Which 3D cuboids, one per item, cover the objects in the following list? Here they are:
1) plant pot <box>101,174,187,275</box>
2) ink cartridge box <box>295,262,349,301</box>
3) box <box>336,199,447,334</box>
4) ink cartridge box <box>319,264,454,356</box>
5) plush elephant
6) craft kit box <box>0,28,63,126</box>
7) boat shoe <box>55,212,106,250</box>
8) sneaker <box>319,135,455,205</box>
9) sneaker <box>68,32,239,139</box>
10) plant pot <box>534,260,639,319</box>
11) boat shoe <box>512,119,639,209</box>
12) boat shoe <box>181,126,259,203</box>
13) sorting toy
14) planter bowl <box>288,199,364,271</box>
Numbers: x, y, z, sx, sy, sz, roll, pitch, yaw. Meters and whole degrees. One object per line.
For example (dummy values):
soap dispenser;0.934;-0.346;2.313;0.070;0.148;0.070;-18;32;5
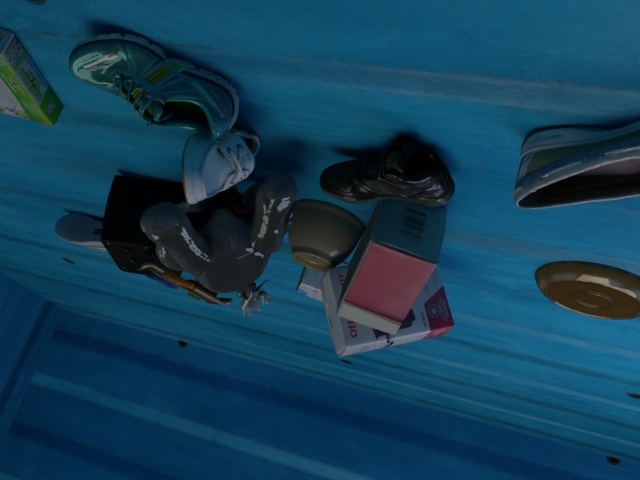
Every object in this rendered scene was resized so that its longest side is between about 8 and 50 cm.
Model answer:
plant pot;-0.398;-0.022;1.738;0.187;0.167;0.188;8;145;17
ink cartridge box;0.024;0.101;1.850;0.143;0.090;0.092;20;161;-5
box;0.130;0.042;1.400;0.126;0.149;0.232;20;138;-2
ink cartridge box;0.135;0.130;1.565;0.237;0.172;0.100;-10;164;-12
plush elephant;-0.188;-0.042;1.429;0.272;0.255;0.330;-21;139;-8
craft kit box;-0.642;-0.323;1.402;0.246;0.061;0.250;19;161;9
boat shoe;-0.635;-0.014;2.167;0.267;0.096;0.088;5;152;15
sneaker;0.096;-0.117;1.221;0.227;0.087;0.130;7;155;23
sneaker;-0.263;-0.237;1.170;0.275;0.110;0.107;18;140;-4
plant pot;0.538;0.106;1.476;0.236;0.032;0.236;16;160;6
boat shoe;0.404;-0.091;0.971;0.320;0.103;0.118;2;154;40
boat shoe;-0.157;-0.136;1.239;0.096;0.277;0.098;3;115;6
sorting toy;-0.283;0.081;1.578;0.196;0.047;0.347;26;170;-13
planter bowl;0.000;0.000;1.580;0.162;0.109;0.162;16;160;6
